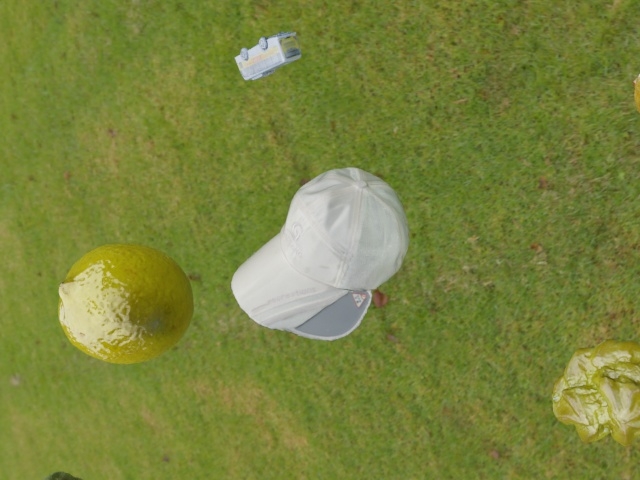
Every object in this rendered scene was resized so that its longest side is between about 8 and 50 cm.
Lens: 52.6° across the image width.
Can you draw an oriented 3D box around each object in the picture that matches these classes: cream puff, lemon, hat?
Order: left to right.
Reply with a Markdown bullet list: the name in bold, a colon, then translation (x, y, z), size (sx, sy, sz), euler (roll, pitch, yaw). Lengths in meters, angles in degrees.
- **lemon**: translation (-0.387, 0.125, 1.299), size (0.267, 0.267, 0.267), euler (12, 110, 37)
- **hat**: translation (-0.006, 0.006, 0.931), size (0.161, 0.275, 0.232), euler (58, -178, -43)
- **cream puff**: translation (0.542, 0.287, 1.198), size (0.221, 0.195, 0.194), euler (-23, 87, 24)

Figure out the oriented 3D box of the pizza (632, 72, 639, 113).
- **pizza**: translation (0.602, -0.254, 1.071), size (0.161, 0.182, 0.062), euler (-31, 52, 43)

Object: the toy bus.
- **toy bus**: translation (-0.118, -0.412, 1.446), size (0.191, 0.064, 0.075), euler (-5, 109, 55)

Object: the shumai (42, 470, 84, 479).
- **shumai**: translation (-0.390, 0.588, 1.188), size (0.264, 0.309, 0.303), euler (1, 81, 7)
